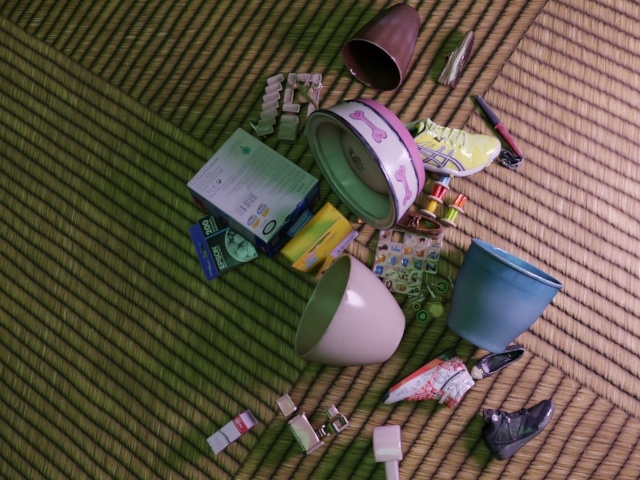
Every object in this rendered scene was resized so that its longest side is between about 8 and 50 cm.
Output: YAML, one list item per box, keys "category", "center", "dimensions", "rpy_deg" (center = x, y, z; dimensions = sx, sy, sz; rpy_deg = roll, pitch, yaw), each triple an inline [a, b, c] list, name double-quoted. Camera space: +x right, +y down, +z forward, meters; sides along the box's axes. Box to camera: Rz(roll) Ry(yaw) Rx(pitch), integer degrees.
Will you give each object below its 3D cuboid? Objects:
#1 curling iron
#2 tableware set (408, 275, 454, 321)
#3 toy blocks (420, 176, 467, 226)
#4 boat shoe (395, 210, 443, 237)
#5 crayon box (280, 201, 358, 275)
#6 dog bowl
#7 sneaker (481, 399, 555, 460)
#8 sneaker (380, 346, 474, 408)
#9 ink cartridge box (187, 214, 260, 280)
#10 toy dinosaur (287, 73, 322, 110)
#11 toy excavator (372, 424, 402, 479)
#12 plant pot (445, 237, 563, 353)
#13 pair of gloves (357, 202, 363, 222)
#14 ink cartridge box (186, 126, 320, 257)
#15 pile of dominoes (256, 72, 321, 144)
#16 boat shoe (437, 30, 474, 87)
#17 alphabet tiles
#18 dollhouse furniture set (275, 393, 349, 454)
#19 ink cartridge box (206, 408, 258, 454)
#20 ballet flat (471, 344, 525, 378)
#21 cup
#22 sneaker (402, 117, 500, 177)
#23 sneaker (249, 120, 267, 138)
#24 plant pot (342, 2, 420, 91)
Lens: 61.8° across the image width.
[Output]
- category: "curling iron"
  center: [0.554, -0.345, 1.679]
  dimensions: [0.068, 0.035, 0.273]
  rpy_deg: [-25, 79, 6]
- category: "tableware set"
  center: [0.355, 0.183, 1.649]
  dimensions: [0.154, 0.024, 0.104]
  rpy_deg: [-26, 78, 6]
- category: "toy blocks"
  center: [0.399, -0.131, 1.669]
  dimensions: [0.123, 0.054, 0.148]
  rpy_deg: [26, 87, 14]
- category: "boat shoe"
  center: [0.298, -0.059, 1.666]
  dimensions: [0.178, 0.060, 0.064]
  rpy_deg: [18, 79, 14]
- category: "crayon box"
  center: [0.000, 0.000, 1.592]
  dimensions: [0.202, 0.318, 0.081]
  rpy_deg: [-45, 77, 2]
- category: "dog bowl"
  center: [0.138, -0.236, 1.576]
  dimensions: [0.150, 0.408, 0.408]
  rpy_deg: [-36, 77, -15]
- category: "sneaker"
  center: [0.554, 0.511, 1.531]
  dimensions: [0.227, 0.087, 0.130]
  rpy_deg: [-42, 83, 8]
- category: "sneaker"
  center: [0.321, 0.448, 1.584]
  dimensions: [0.270, 0.090, 0.145]
  rpy_deg: [-34, 75, 2]
- category: "ink cartridge box"
  center: [-0.332, 0.004, 1.797]
  dimensions: [0.208, 0.045, 0.206]
  rpy_deg: [-25, 79, 8]
- category: "toy dinosaur"
  center: [-0.034, -0.496, 1.794]
  dimensions: [0.092, 0.053, 0.183]
  rpy_deg: [-45, 66, 10]
- category: "toy excavator"
  center: [0.212, 0.818, 1.502]
  dimensions: [0.223, 0.445, 0.432]
  rpy_deg: [-9, 122, 9]
- category: "plant pot"
  center: [0.492, 0.167, 1.516]
  dimensions: [0.272, 0.272, 0.255]
  rpy_deg: [29, 103, 13]
- category: "pair of gloves"
  center: [0.159, -0.090, 1.732]
  dimensions: [0.083, 0.010, 0.074]
  rpy_deg: [6, 82, 9]
- category: "ink cartridge box"
  center: [-0.184, -0.136, 1.706]
  dimensions: [0.396, 0.151, 0.270]
  rpy_deg: [34, 74, 15]
- category: "pile of dominoes"
  center: [-0.105, -0.454, 1.831]
  dimensions: [0.196, 0.040, 0.251]
  rpy_deg: [6, 76, 9]
- category: "boat shoe"
  center: [0.434, -0.592, 1.725]
  dimensions: [0.072, 0.068, 0.189]
  rpy_deg: [24, 87, 25]
- category: "alphabet tiles"
  center: [0.271, 0.052, 1.679]
  dimensions: [0.198, 0.009, 0.237]
  rpy_deg: [10, 78, 12]
- category: "dollhouse furniture set"
  center: [-0.029, 0.537, 1.657]
  dimensions: [0.161, 0.101, 0.181]
  rpy_deg: [-29, 76, -19]
- category: "ink cartridge box"
  center: [-0.275, 0.597, 1.673]
  dimensions: [0.135, 0.099, 0.056]
  rpy_deg: [-38, 77, 3]
- category: "ballet flat"
  center: [0.518, 0.352, 1.567]
  dimensions: [0.173, 0.049, 0.057]
  rpy_deg: [-28, 76, -6]
- category: "cup"
  center: [0.103, 0.236, 1.569]
  dimensions: [0.237, 0.331, 0.331]
  rpy_deg: [28, 88, -13]
- category: "sneaker"
  center: [0.355, -0.291, 1.637]
  dimensions: [0.385, 0.147, 0.145]
  rpy_deg: [1, 58, 9]
- category: "sneaker"
  center: [-0.208, -0.386, 1.838]
  dimensions: [0.083, 0.031, 0.035]
  rpy_deg: [44, 85, 5]
- category: "plant pot"
  center: [0.220, -0.639, 1.716]
  dimensions: [0.215, 0.215, 0.230]
  rpy_deg: [29, 73, 13]
